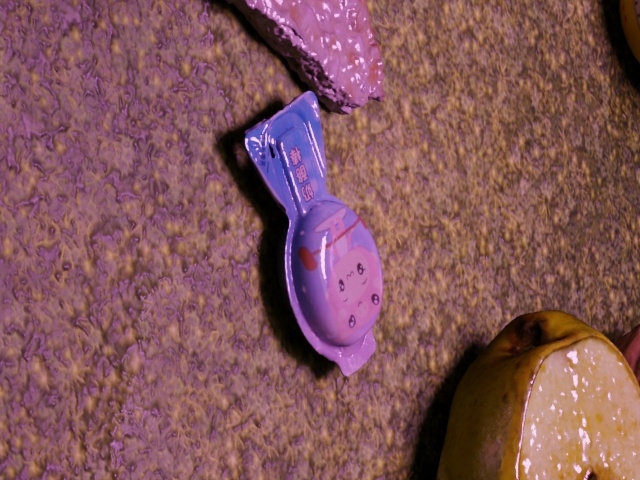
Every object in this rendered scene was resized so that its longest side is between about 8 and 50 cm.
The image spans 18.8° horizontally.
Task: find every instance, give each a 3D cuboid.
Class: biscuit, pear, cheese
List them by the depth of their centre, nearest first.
[{"bbox_3d":[0.000,0.000,1.678,0.135,0.052,0.244,-40,117,-51],"label":"cheese"},{"bbox_3d":[-0.020,-0.221,1.700,0.290,0.038,0.141,40,52,-47],"label":"biscuit"},{"bbox_3d":[0.195,0.194,1.852,0.238,0.164,0.255,7,74,-45],"label":"pear"}]

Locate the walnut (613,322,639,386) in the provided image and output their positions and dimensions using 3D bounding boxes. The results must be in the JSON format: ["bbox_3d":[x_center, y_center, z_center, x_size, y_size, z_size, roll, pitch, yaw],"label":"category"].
[{"bbox_3d":[0.401,0.193,2.109,0.225,0.225,0.261,50,51,-39],"label":"walnut"}]

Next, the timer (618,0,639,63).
[{"bbox_3d":[0.473,-0.281,2.304,0.285,0.285,0.285,14,73,-55],"label":"timer"}]
